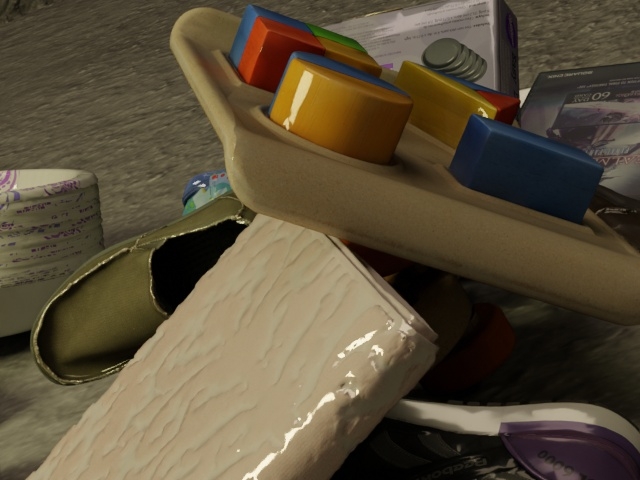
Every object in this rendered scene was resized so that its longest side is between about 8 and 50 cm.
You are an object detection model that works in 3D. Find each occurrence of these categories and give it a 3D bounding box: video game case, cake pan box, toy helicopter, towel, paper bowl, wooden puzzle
[{"bbox_3d":[0.268,-0.095,1.575,0.196,0.026,0.274,-3,32,28],"label":"video game case"},{"bbox_3d":[0.055,-0.090,1.537,0.267,0.246,0.070,-10,-25,23],"label":"cake pan box"},{"bbox_3d":[-0.040,0.103,1.277,0.355,0.140,0.235,-14,25,43],"label":"toy helicopter"},{"bbox_3d":[-0.082,0.135,1.062,0.332,0.053,0.317,-49,20,3],"label":"towel"},{"bbox_3d":[-0.358,0.015,1.647,0.284,0.148,0.284,-5,10,1],"label":"paper bowl"},{"bbox_3d":[0.065,-0.082,1.202,0.322,0.080,0.348,18,20,-18],"label":"wooden puzzle"}]

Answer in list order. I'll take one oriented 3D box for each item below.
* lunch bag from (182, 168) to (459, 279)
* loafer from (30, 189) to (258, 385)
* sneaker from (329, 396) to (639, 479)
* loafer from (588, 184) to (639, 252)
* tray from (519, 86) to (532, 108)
[{"bbox_3d":[0.000,0.000,1.396,0.219,0.176,0.090,-14,56,25],"label":"lunch bag"},{"bbox_3d":[-0.132,0.034,1.288,0.251,0.094,0.087,-35,1,14],"label":"loafer"},{"bbox_3d":[0.053,0.165,1.005,0.283,0.107,0.124,-8,27,24],"label":"sneaker"},{"bbox_3d":[0.224,0.003,1.334,0.078,0.080,0.220,-29,22,-32],"label":"loafer"},{"bbox_3d":[0.235,-0.114,1.732,0.145,0.030,0.270,-11,20,16],"label":"tray"}]
